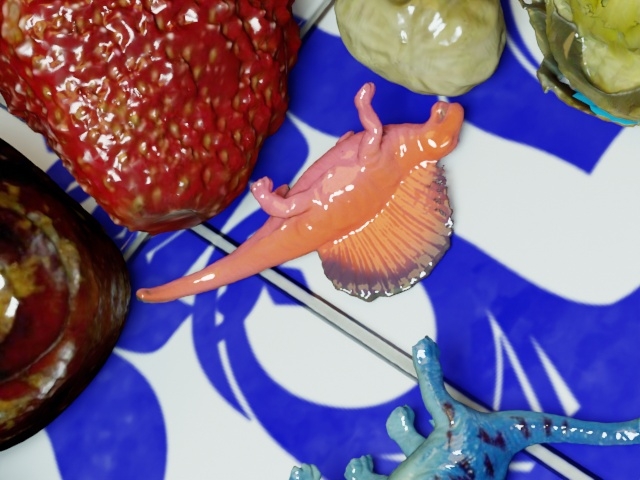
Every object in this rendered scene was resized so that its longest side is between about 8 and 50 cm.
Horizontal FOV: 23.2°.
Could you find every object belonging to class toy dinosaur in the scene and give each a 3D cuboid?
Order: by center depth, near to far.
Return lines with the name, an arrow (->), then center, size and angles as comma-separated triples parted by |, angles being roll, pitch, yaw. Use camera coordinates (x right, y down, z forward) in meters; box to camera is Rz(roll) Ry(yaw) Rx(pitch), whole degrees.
toy dinosaur -> 0.062, 0.162, 1.032 | 0.329, 0.076, 0.144 | -33, 58, -5
toy dinosaur -> 0.007, 0.003, 1.177 | 0.286, 0.070, 0.139 | -40, 73, 5

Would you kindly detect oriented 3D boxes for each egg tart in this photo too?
egg tart -> 0.266, -0.211, 1.118 | 0.290, 0.107, 0.291 | -14, 56, 21

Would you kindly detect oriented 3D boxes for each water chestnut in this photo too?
water chestnut -> -0.291, 0.051, 1.184 | 0.289, 0.244, 0.289 | -8, 46, 8

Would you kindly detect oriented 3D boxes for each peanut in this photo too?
peanut -> 0.058, -0.200, 1.224 | 0.120, 0.110, 0.236 | -45, 49, 10

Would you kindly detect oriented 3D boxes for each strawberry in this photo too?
strawberry -> -0.132, -0.160, 1.218 | 0.261, 0.261, 0.257 | -46, 43, -2
